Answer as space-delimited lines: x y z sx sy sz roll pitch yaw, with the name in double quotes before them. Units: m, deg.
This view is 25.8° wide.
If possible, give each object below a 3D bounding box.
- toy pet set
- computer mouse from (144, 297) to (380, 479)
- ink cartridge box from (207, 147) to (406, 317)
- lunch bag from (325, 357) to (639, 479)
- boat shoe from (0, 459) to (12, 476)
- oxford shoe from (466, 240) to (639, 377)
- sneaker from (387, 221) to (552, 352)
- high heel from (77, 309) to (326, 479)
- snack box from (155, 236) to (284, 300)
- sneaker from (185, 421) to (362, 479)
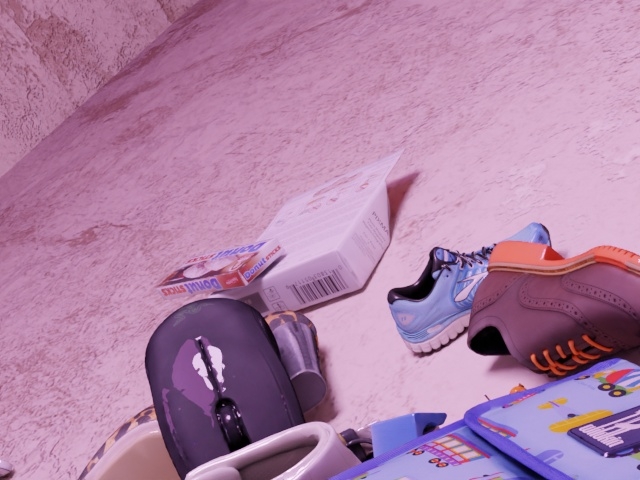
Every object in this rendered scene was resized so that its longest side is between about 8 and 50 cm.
"toy pet set" 0.101 0.143 1.037 0.114 0.065 0.122 -20 25 37
"computer mouse" -0.073 0.129 1.174 0.188 0.072 0.272 -27 43 -6
"ink cartridge box" 0.000 0.000 1.559 0.189 0.066 0.232 -22 15 34
"lunch bag" 0.158 0.172 0.835 0.293 0.138 0.221 -28 18 -19
"boat shoe" -0.390 0.271 1.600 0.100 0.035 0.035 -13 57 40
"oxford shoe" 0.204 0.064 1.044 0.098 0.097 0.271 -61 21 -11
"sneaker" 0.130 0.031 1.230 0.162 0.073 0.063 -34 19 5
"high heel" -0.114 0.159 1.321 0.261 0.093 0.186 -27 18 3
"snack box" -0.113 0.033 1.541 0.064 0.022 0.178 -42 17 -33
"sneaker" -0.077 0.242 0.952 0.292 0.169 0.108 -37 22 -1
